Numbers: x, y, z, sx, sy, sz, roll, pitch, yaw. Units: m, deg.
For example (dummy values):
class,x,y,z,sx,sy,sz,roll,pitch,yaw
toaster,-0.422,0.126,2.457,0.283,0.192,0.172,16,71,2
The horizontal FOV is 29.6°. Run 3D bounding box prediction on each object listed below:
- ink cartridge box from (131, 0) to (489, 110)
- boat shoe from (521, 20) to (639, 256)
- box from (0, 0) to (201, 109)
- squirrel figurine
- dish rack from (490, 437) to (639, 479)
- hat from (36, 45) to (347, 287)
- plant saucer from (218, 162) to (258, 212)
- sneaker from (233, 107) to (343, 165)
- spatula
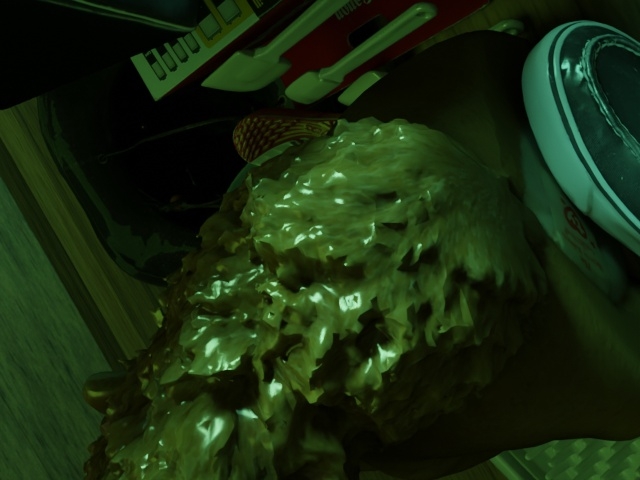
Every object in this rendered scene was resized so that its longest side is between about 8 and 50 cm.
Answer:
class,x,y,z,sx,sy,sz,roll,pitch,yaw
ink cartridge box,-0.057,-0.227,0.912,0.272,0.130,0.309,60,152,-5
boat shoe,0.229,-0.014,0.646,0.301,0.108,0.102,55,154,13
box,-0.238,-0.342,0.679,0.480,0.297,0.472,4,86,65
squirrel figurine,-0.013,0.081,0.729,0.370,0.397,0.281,-33,79,27
dish rack,0.201,0.126,0.952,0.333,0.072,0.285,46,155,30
hat,-0.105,-0.118,1.185,0.331,0.331,0.134,61,-157,-6
plant saucer,0.000,0.000,1.079,0.195,0.195,0.037,51,-172,19
sneaker,0.014,-0.088,1.036,0.175,0.067,0.064,13,112,12
spatula,0.031,-0.136,0.885,0.242,0.168,0.019,157,121,-62
